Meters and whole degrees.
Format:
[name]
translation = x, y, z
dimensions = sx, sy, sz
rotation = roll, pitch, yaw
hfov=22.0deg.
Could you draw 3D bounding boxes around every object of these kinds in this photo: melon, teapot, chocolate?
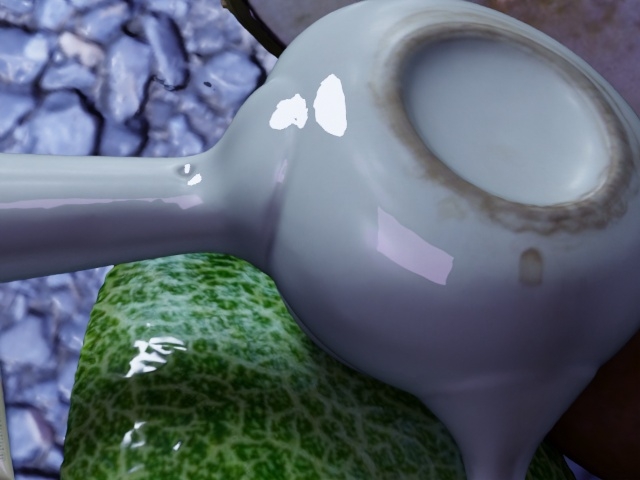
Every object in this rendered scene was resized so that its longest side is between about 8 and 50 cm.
[melon]
translation = -0.013, 0.153, 0.828
dimensions = 0.331, 0.226, 0.344
rotation = -10, 81, -25
[teapot]
translation = 0.004, -0.027, 0.763
dimensions = 0.318, 0.149, 0.220
rotation = 26, 44, -2
[chocolate]
translation = 0.186, 0.059, 0.859
dimensions = 0.176, 0.177, 0.177
rotation = -1, 77, 3

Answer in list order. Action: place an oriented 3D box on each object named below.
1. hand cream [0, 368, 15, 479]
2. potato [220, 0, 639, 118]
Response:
[hand cream]
translation = -0.194, 0.095, 0.942
dimensions = 0.035, 0.022, 0.102
rotation = -6, 82, 2
[potato]
translation = 0.083, -0.167, 0.906
dimensions = 0.299, 0.196, 0.246
rotation = 40, 105, -17
